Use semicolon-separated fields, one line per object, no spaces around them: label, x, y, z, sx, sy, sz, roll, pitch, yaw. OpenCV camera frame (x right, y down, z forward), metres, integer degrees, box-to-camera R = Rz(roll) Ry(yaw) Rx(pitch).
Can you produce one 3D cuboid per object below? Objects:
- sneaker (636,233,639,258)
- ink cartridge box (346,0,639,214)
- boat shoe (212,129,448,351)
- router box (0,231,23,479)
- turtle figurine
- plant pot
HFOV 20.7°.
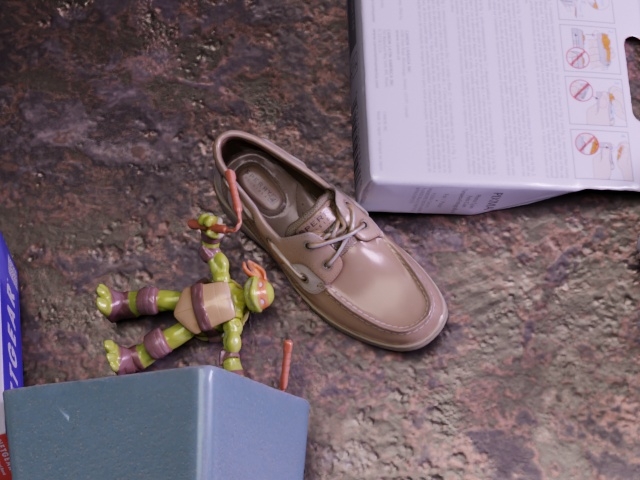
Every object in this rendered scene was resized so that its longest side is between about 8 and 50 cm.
sneaker;0.457;-0.077;1.977;0.107;0.118;0.279;27;61;15
ink cartridge box;0.228;-0.183;2.096;0.385;0.091;0.308;3;66;-11
boat shoe;0.000;0.000;2.009;0.341;0.110;0.122;37;76;19
router box;-0.486;0.153;1.945;0.301;0.082;0.335;-13;43;1
turtle figurine;-0.143;0.068;2.006;0.217;0.087;0.270;-14;84;11
plant pot;-0.164;0.284;1.819;0.247;0.248;0.252;-9;73;23
